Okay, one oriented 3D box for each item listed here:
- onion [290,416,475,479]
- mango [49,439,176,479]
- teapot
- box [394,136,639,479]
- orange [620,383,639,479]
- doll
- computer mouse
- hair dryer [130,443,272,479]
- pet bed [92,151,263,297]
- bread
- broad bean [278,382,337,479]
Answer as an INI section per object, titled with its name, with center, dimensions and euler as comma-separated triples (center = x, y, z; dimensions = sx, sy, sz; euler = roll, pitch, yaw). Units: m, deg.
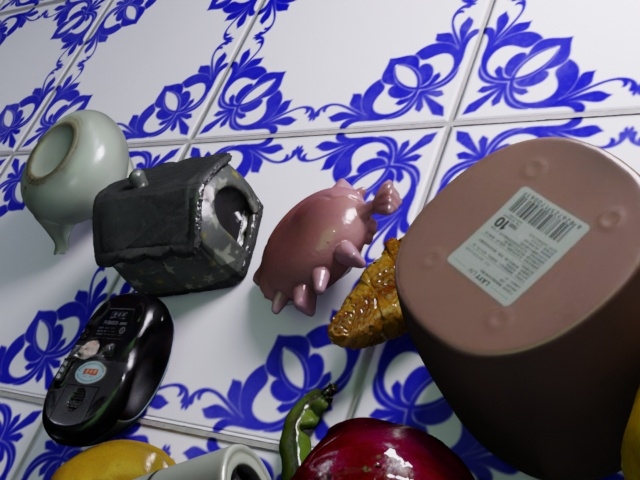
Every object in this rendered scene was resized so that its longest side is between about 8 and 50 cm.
[onion]
center = 0.055, 0.264, 0.778
dimensions = 0.216, 0.207, 0.206
euler = -11, 53, 19
[mango]
center = -0.261, 0.299, 1.051
dimensions = 0.190, 0.075, 0.098
euler = -16, 63, 17
[teapot]
center = -0.421, -0.145, 1.470
dimensions = 0.220, 0.149, 0.318
euler = -35, 44, 15
[box]
center = 0.226, 0.055, 0.824
dimensions = 0.300, 0.216, 0.301
euler = -17, 47, 19
[orange]
center = 0.365, 0.163, 0.625
dimensions = 0.279, 0.235, 0.279
euler = -25, 40, 24
[doll]
center = 0.000, 0.000, 1.093
dimensions = 0.262, 0.093, 0.211
euler = -34, 30, 29
[computer mouse]
center = -0.278, 0.181, 1.146
dimensions = 0.137, 0.096, 0.233
euler = 6, 55, 31
[hair dryer]
center = -0.139, 0.408, 0.861
dimensions = 0.203, 0.128, 0.362
euler = -22, 53, 16
[pet bed]
center = -0.211, -0.033, 1.228
dimensions = 0.210, 0.159, 0.183
euler = -8, 51, 30
[bread]
center = 0.106, 0.052, 1.005
dimensions = 0.233, 0.076, 0.105
euler = -39, 48, -3
[broad bean]
center = -0.022, 0.250, 0.952
dimensions = 0.061, 0.046, 0.195
euler = -12, 48, 29
